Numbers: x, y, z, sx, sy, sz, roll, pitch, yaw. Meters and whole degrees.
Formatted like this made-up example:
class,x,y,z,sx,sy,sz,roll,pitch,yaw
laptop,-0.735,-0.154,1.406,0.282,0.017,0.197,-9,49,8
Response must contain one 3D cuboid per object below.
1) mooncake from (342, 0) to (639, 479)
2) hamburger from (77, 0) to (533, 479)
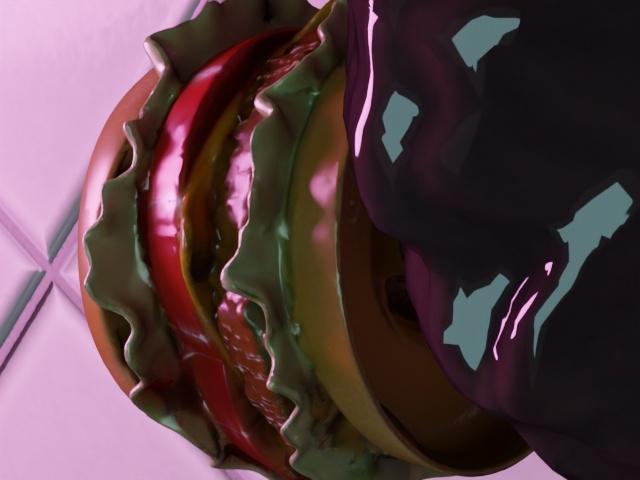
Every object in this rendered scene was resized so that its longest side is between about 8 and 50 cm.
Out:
class,x,y,z,sx,sy,sz,roll,pitch,yaw
mooncake,0.187,-0.068,0.706,0.351,0.212,0.381,-22,110,5
hamburger,0.000,0.000,0.911,0.212,0.274,0.274,0,109,38
